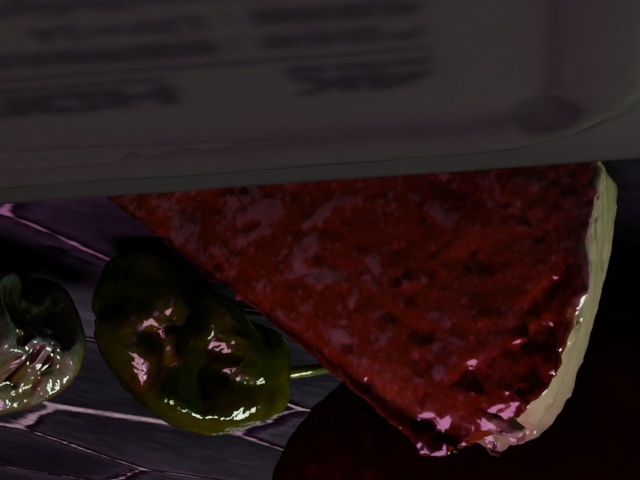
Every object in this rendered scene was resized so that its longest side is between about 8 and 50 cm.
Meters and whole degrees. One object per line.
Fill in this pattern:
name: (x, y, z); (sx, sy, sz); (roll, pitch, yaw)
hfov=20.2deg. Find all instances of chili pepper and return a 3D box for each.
chili pepper: (-0.057, 0.065, 0.925); (0.073, 0.072, 0.204); (0, 161, 26)

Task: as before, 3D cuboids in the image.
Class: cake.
cake: (0.000, 0.019, 0.660); (0.220, 0.117, 0.086); (2, 168, 23)

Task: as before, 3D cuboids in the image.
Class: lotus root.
lotus root: (-0.209, 0.052, 0.956); (0.192, 0.088, 0.113); (-4, 165, 41)

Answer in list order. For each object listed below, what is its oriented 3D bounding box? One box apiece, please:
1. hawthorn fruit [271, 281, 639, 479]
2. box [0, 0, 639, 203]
hawthorn fruit: (0.128, 0.141, 0.777); (0.265, 0.265, 0.307); (22, 152, -35)
box: (-0.077, -0.088, 0.286); (0.367, 0.090, 0.373); (-3, 161, 7)
